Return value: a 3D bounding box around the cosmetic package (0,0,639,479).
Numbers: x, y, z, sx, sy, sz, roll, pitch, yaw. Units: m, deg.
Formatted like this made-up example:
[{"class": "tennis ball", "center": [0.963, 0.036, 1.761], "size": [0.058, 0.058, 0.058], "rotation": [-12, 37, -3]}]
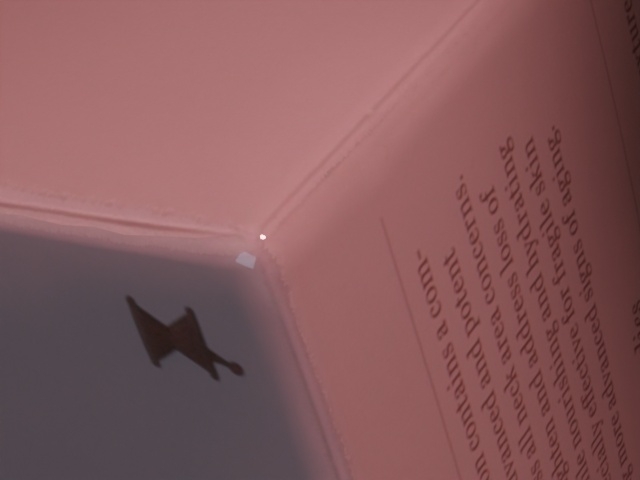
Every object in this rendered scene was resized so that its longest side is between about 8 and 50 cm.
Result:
[{"class": "cosmetic package", "center": [0.000, 0.000, 0.769], "size": [0.327, 0.394, 0.329], "rotation": [9, 130, 36]}]
